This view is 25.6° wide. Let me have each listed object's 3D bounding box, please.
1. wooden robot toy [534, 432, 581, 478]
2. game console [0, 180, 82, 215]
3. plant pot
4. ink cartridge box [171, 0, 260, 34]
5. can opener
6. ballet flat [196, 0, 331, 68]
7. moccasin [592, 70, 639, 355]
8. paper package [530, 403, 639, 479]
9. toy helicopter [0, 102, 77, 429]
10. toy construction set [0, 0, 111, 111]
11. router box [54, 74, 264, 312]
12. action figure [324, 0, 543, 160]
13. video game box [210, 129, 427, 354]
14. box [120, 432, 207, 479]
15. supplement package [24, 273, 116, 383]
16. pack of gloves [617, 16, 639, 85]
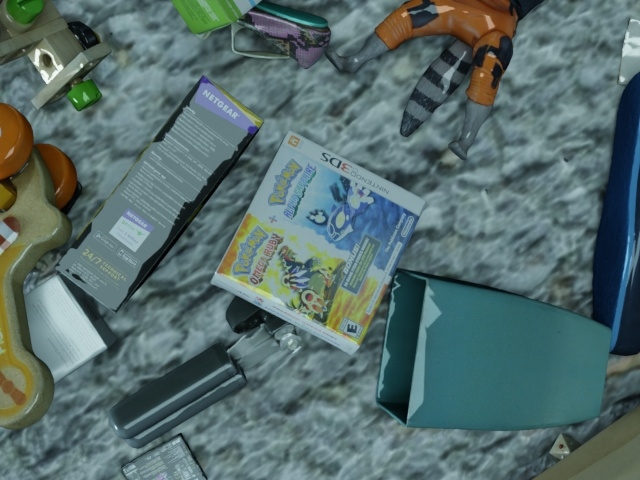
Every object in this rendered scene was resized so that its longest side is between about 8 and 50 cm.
[{"bbox_3d":[0.294,0.320,1.673,0.076,0.079,0.173,4,91,-3],"label":"wooden robot toy"},{"bbox_3d":[-0.359,-0.047,1.632,0.122,0.107,0.071,34,132,-3],"label":"game console"},{"bbox_3d":[0.204,0.132,1.624,0.234,0.166,0.165,7,92,-9],"label":"plant pot"},{"bbox_3d":[-0.079,-0.372,1.507,0.255,0.097,0.188,-43,110,-24],"label":"ink cartridge box"},{"bbox_3d":[-0.125,0.142,1.661,0.280,0.074,0.093,-35,59,-3],"label":"can opener"},{"bbox_3d":[-0.098,-0.260,1.644,0.222,0.077,0.079,23,110,-4],"label":"ballet flat"},{"bbox_3d":[0.399,-0.030,1.638,0.117,0.138,0.341,10,92,-7],"label":"moccasin"},{"bbox_3d":[0.412,0.353,1.570,0.309,0.168,0.325,-37,113,11],"label":"paper package"},{"bbox_3d":[-0.373,0.042,1.520,0.235,0.140,0.355,-21,65,8],"label":"toy helicopter"},{"bbox_3d":[-0.384,-0.205,1.561,0.309,0.257,0.237,-32,100,18],"label":"toy construction set"},{"bbox_3d":[-0.166,-0.052,1.523,0.081,0.309,0.243,38,89,-4],"label":"router box"},{"bbox_3d":[0.154,-0.297,1.637,0.341,0.178,0.330,36,83,26],"label":"action figure"},{"bbox_3d":[0.000,0.000,1.631,0.187,0.048,0.205,26,68,-1],"label":"video game box"},{"bbox_3d":[-0.186,0.279,1.679,0.083,0.018,0.067,-30,93,-1],"label":"box"},{"bbox_3d":[-0.342,0.127,1.624,0.179,0.105,0.105,-34,93,-2],"label":"supplement package"},{"bbox_3d":[0.488,-0.262,1.678,0.232,0.046,0.195,11,91,-3],"label":"pack of gloves"}]
